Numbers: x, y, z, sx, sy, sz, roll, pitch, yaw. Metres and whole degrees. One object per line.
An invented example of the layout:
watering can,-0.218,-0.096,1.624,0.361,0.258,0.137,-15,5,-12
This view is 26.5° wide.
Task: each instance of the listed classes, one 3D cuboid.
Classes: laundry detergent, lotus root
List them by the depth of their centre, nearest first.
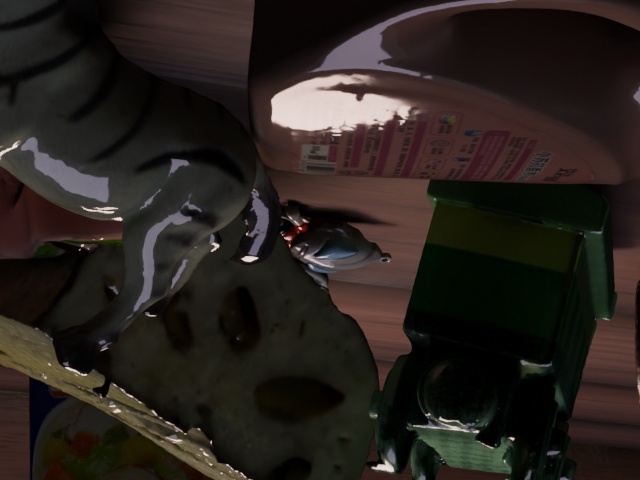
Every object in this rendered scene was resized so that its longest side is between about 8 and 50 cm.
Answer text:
laundry detergent,0.091,-0.069,0.521,0.237,0.076,0.171,4,168,0
lotus root,-0.121,0.048,0.881,0.260,0.149,0.267,12,155,49

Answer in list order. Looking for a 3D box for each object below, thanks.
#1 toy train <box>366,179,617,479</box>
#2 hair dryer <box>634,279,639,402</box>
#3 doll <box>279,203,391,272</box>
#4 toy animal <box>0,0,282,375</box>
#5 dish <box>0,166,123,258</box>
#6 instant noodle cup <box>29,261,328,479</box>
toy train,0.118,0.075,0.891,0.120,0.202,0.301,13,169,16
hair dryer,0.307,0.040,0.935,0.189,0.107,0.352,-2,161,17
doll,0.000,0.001,0.969,0.114,0.039,0.057,17,122,-16
toy animal,-0.088,-0.044,0.497,0.217,0.073,0.176,26,118,-40
dish,-0.176,-0.058,0.635,0.213,0.090,0.213,4,166,1
instant noodle cup,-0.139,0.175,1.169,0.284,0.312,0.284,4,167,1
